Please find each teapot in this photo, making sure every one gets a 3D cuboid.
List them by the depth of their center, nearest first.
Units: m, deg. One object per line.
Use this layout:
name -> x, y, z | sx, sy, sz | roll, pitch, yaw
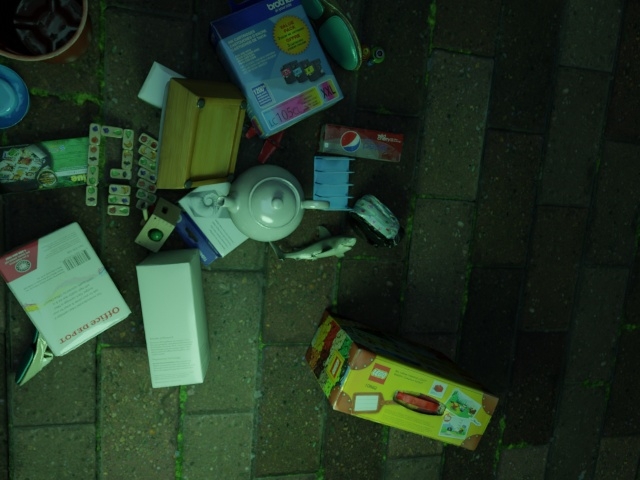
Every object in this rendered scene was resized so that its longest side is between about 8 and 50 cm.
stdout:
teapot -> -0.143, -0.110, 1.432 | 0.256, 0.187, 0.252 | -46, 108, -13

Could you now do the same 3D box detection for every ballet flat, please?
ballet flat -> -0.818, 0.313, 1.428 | 0.086, 0.086, 0.248 | 20, 93, -17
ballet flat -> 0.025, -0.680, 1.458 | 0.123, 0.123, 0.348 | -45, 109, -3

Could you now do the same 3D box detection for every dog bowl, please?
dog bowl -> -0.919, -0.399, 1.272 | 0.297, 0.074, 0.166 | 16, 96, -17

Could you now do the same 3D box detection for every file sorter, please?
file sorter -> 0.045, -0.181, 1.548 | 0.118, 0.104, 0.170 | -1, 101, -14

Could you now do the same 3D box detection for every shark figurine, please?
shark figurine -> -0.021, 0.007, 1.586 | 0.278, 0.166, 0.116 | -9, 77, 4

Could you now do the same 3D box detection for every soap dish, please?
soap dish -> -0.317, -0.278, 1.306 | 0.229, 0.118, 0.291 | -19, 130, -55

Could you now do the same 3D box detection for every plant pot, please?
plant pot -> -0.697, -0.562, 1.200 | 0.272, 0.265, 0.272 | -2, 100, -14

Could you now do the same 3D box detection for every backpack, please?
backpack -> 0.179, -0.062, 1.596 | 0.182, 0.152, 0.115 | 42, 73, -14

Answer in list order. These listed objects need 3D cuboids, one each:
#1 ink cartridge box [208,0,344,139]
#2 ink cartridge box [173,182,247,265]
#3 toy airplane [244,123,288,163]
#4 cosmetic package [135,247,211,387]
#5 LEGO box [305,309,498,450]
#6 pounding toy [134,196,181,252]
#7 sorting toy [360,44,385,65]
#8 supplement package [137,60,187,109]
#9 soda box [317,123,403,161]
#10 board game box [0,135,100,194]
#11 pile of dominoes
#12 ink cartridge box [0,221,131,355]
ink cartridge box -> -0.143, -0.530, 1.404 | 0.270, 0.151, 0.395 | -29, 101, -11
ink cartridge box -> -0.332, -0.064, 1.500 | 0.224, 0.045, 0.223 | -38, 107, -5
toy airplane -> -0.167, -0.322, 1.507 | 0.151, 0.028, 0.151 | -2, 99, -15
cosmetic package -> -0.426, 0.221, 1.443 | 0.155, 0.197, 0.365 | -5, 100, -4
LEGO box -> 0.241, 0.440, 1.572 | 0.500, 0.372, 0.193 | 23, 93, -18
pounding toy -> -0.477, -0.052, 1.392 | 0.100, 0.141, 0.130 | 32, 113, -21
sorting toy -> 0.164, -0.590, 1.538 | 0.102, 0.042, 0.061 | -2, 100, -15
supplement package -> -0.427, -0.410, 1.343 | 0.105, 0.179, 0.105 | 26, 93, -18
soda box -> 0.127, -0.313, 1.557 | 0.263, 0.083, 0.092 | 4, 99, -16
board game box -> -0.774, -0.212, 1.367 | 0.260, 0.030, 0.136 | -9, 100, -13
pile of dominoes -> -0.567, -0.199, 1.401 | 0.196, 0.040, 0.251 | 3, 100, -25
ink cartridge box -> -0.719, 0.131, 1.359 | 0.226, 0.131, 0.306 | -32, 108, -29
